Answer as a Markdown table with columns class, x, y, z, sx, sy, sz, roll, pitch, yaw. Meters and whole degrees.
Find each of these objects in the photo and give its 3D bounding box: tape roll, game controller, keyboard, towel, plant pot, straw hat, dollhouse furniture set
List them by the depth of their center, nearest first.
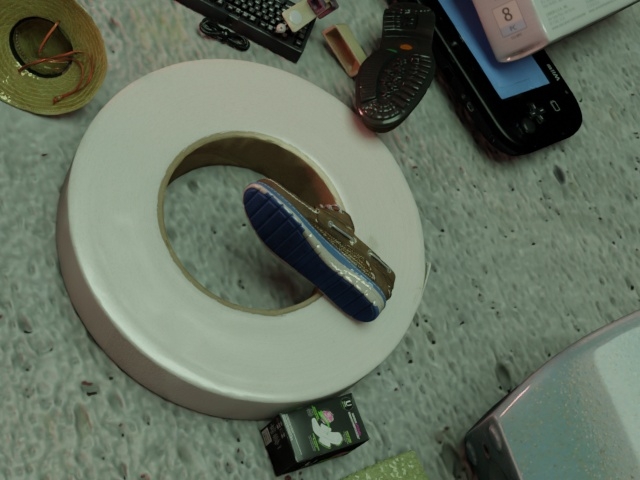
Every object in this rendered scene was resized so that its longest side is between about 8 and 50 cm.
| class | x | y | z | sx | sy | sz | roll | pitch | yaw |
| --- | --- | --- | --- | --- | --- | --- | --- | --- | --- |
| towel | 0.057 | 0.279 | 1.136 | 0.148 | 0.027 | 0.110 | -21 | 75 | -29 |
| plant pot | 0.294 | 0.217 | 1.151 | 0.252 | 0.247 | 0.248 | -17 | 73 | -12 |
| tape roll | -0.075 | -0.007 | 1.188 | 0.392 | 0.072 | 0.392 | 10 | 62 | -20 |
| straw hat | -0.288 | -0.203 | 1.189 | 0.144 | 0.144 | 0.061 | 28 | 20 | -10 |
| dollhouse furniture set | 0.010 | -0.235 | 1.317 | 0.081 | 0.091 | 0.114 | -40 | 102 | -31 |
| keyboard | -0.097 | -0.271 | 1.334 | 0.180 | 0.023 | 0.108 | 26 | 59 | -10 |
| game controller | 0.205 | -0.252 | 1.432 | 0.166 | 0.067 | 0.319 | -24 | 78 | -31 |

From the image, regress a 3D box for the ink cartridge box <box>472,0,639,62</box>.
| class | x | y | z | sx | sy | sz | roll | pitch | yaw |
| --- | --- | --- | --- | --- | --- | --- | --- | --- | --- |
| ink cartridge box | 0.259 | -0.445 | 1.439 | 0.308 | 0.091 | 0.385 | -29 | 97 | -44 |

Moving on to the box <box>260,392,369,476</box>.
| class | x | y | z | sx | sy | sz | roll | pitch | yaw |
| --- | --- | --- | --- | --- | --- | --- | --- | --- | --- |
| box | -0.006 | 0.192 | 1.128 | 0.083 | 0.062 | 0.052 | -12 | 71 | -28 |

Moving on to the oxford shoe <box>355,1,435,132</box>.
| class | x | y | z | sx | sy | sz | roll | pitch | yaw |
| --- | --- | --- | --- | --- | --- | --- | --- | --- | --- |
| oxford shoe | 0.091 | -0.180 | 1.316 | 0.083 | 0.096 | 0.227 | 13 | 41 | 9 |

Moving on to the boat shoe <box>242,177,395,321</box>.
| class | x | y | z | sx | sy | sz | roll | pitch | yaw |
| --- | --- | --- | --- | --- | --- | --- | --- | --- | --- |
| boat shoe | 0.000 | 0.000 | 1.143 | 0.183 | 0.066 | 0.066 | 46 | 51 | -10 |
